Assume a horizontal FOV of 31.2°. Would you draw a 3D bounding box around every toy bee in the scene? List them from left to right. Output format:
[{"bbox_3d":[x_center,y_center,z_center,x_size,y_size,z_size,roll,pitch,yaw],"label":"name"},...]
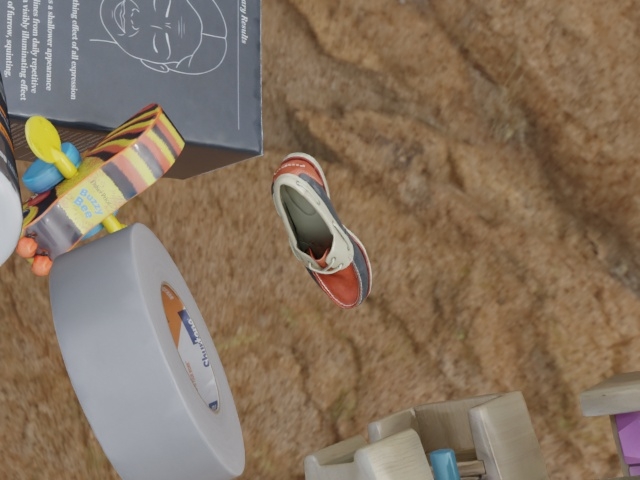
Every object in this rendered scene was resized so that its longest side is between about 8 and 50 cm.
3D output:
[{"bbox_3d":[-0.275,-0.024,1.263,0.195,0.162,0.298,32,105,-23],"label":"toy bee"}]

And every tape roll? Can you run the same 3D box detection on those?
[{"bbox_3d":[-0.135,0.099,0.919,0.072,0.219,0.219,-22,75,2],"label":"tape roll"}]

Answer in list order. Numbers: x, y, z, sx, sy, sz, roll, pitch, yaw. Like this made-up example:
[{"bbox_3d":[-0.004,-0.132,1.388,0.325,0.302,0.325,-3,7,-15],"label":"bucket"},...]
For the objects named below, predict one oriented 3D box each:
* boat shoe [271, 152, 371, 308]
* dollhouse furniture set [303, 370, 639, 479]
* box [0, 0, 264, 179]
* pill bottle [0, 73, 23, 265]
[{"bbox_3d":[0.000,0.000,0.867,0.049,0.137,0.043,-14,28,18],"label":"boat shoe"},{"bbox_3d":[0.093,0.169,0.415,0.303,0.286,0.198,-8,85,-54],"label":"dollhouse furniture set"},{"bbox_3d":[-0.289,-0.255,1.469,0.395,0.212,0.293,6,79,-36],"label":"box"},{"bbox_3d":[-0.294,-0.083,0.836,0.130,0.130,0.245,-12,42,-13],"label":"pill bottle"}]
